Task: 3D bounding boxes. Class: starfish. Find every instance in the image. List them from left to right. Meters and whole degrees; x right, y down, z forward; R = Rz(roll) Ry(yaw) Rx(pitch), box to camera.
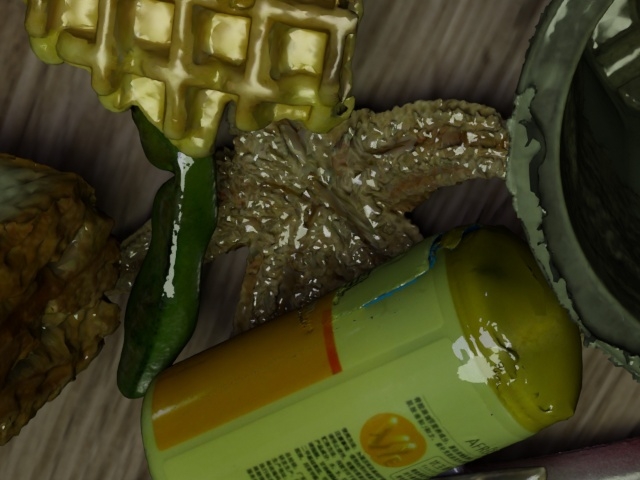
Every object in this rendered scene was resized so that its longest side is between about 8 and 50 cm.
[{"bbox_3d":[0.001,-0.002,1.005,0.302,0.060,0.299,-37,102,26],"label":"starfish"}]

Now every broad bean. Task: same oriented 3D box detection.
[{"bbox_3d":[-0.085,0.000,0.971,0.061,0.046,0.195,14,111,36],"label":"broad bean"}]

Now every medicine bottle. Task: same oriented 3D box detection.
[{"bbox_3d":[0.026,0.079,0.936,0.239,0.124,0.124,-27,109,21],"label":"medicine bottle"}]

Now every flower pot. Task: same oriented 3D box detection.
[{"bbox_3d":[0.229,-0.084,0.842,0.290,0.259,0.290,1,114,3],"label":"flower pot"}]

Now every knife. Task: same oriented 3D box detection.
[{"bbox_3d":[0.130,0.161,1.075,0.278,0.053,0.123,-9,118,10],"label":"knife"}]

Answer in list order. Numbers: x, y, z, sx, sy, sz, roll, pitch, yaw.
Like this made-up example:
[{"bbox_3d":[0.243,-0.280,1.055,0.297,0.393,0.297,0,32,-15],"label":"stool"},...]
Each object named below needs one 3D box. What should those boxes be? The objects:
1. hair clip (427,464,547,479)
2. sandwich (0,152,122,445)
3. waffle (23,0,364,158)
[{"bbox_3d":[0.005,0.168,1.047,0.292,0.084,0.106,-4,117,32],"label":"hair clip"},{"bbox_3d":[-0.307,0.035,0.919,0.325,0.262,0.131,15,127,22],"label":"sandwich"},{"bbox_3d":[-0.056,-0.202,0.885,0.283,0.065,0.309,-34,95,10],"label":"waffle"}]
